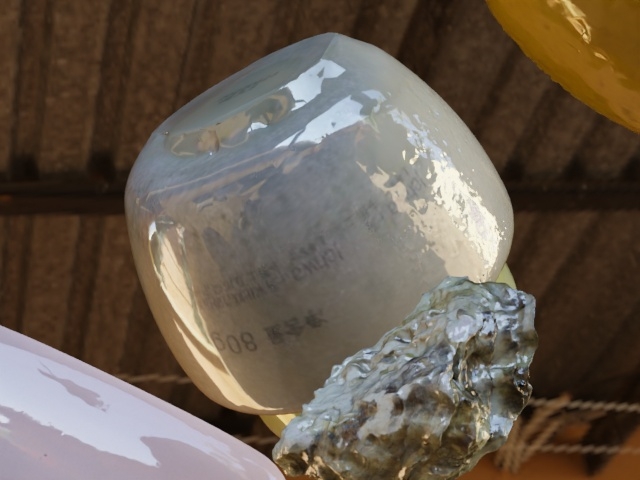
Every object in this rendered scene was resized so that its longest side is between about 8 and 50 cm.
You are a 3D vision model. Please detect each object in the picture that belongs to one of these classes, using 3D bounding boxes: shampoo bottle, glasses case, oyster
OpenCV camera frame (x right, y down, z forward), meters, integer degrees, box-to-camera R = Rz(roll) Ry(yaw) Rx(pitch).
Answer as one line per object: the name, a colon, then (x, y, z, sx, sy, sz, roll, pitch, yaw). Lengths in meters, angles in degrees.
shampoo bottle: (0.000, 0.000, 1.132, 0.322, 0.322, 0.317, -25, -61, 16)
glasses case: (-0.161, 0.148, 0.877, 0.297, 0.113, 0.075, 27, -32, -2)
oyster: (0.035, 0.054, 0.530, 0.098, 0.100, 0.037, 5, -25, 35)

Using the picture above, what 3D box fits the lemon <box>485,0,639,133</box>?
lemon: (0.184, -0.178, 0.668, 0.236, 0.236, 0.263, -17, -69, 5)
